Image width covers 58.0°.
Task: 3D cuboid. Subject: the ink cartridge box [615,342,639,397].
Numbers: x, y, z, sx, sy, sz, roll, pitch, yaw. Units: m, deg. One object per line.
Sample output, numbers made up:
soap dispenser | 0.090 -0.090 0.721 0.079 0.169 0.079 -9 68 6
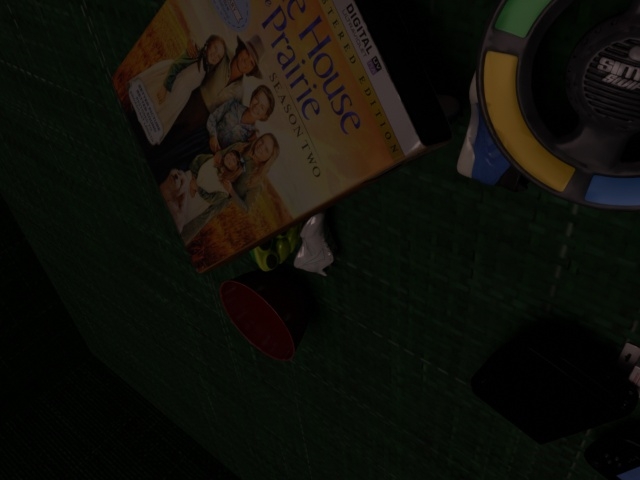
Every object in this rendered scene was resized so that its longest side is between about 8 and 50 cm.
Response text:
ink cartridge box | 0.363 0.152 0.625 0.083 0.028 0.048 28 142 30

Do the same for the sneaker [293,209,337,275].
sneaker | 0.000 0.000 0.883 0.061 0.054 0.152 24 146 9

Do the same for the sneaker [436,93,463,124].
sneaker | 0.045 -0.143 0.646 0.237 0.085 0.086 6 121 43

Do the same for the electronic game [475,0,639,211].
electronic game | 0.232 -0.124 0.432 0.229 0.048 0.229 16 128 22

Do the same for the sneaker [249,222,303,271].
sneaker | -0.114 -0.097 0.868 0.123 0.109 0.296 3 117 50

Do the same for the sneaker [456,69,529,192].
sneaker | 0.182 -0.111 0.539 0.084 0.058 0.152 27 138 25

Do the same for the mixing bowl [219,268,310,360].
mixing bowl | -0.085 0.118 1.050 0.181 0.098 0.181 31 144 26

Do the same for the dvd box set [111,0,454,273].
dvd box set | -0.083 -0.159 0.665 0.420 0.062 0.308 -25 89 46

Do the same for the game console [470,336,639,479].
game console | 0.360 0.250 0.693 0.361 0.044 0.213 36 155 13
